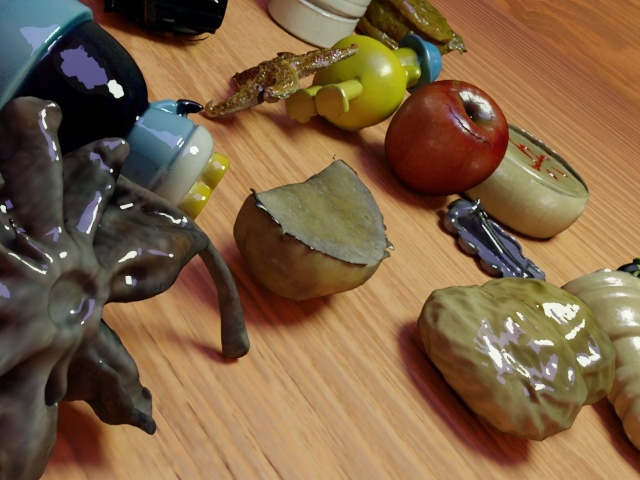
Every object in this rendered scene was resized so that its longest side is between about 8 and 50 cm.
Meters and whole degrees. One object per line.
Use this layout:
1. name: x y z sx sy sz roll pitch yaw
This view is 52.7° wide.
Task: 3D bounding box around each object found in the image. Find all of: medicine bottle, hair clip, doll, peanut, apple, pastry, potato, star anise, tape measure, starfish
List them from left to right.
1. star anise: -0.187 0.043 0.399 0.139 0.360 0.316 11 43 33
2. doll: -0.242 -0.132 0.638 0.314 0.141 0.177 37 61 -15
3. tape measure: -0.239 -0.404 0.996 0.202 0.135 0.223 4 36 -23
4. starfish: -0.057 -0.236 0.911 0.240 0.043 0.227 -22 31 -8
5. potato: 0.000 0.000 0.699 0.138 0.098 0.243 42 28 8
6. medicine bottle: 0.042 -0.561 1.264 0.189 0.332 0.190 24 29 -14
7. doll: 0.077 -0.265 1.055 0.199 0.145 0.363 4 23 32
8. pastry: 0.195 -0.507 1.517 0.235 0.132 0.240 6 47 -47
9. apple: 0.188 -0.151 0.983 0.180 0.168 0.181 21 46 -23
10. hair clip: 0.268 0.007 0.957 0.124 0.052 0.195 -24 67 -46
11. peanut: 0.223 0.116 0.718 0.233 0.110 0.197 -7 45 -45

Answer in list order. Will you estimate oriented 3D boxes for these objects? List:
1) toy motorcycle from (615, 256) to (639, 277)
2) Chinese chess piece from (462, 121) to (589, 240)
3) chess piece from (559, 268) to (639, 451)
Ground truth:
1. toy motorcycle: 0.636 0.134 1.014 0.206 0.142 0.342 -37 68 -15
2. Chinese chess piece: 0.343 -0.112 1.128 0.249 0.103 0.250 23 32 -15
3. chess piece: 0.404 0.185 0.790 0.139 0.124 0.307 48 24 -37
